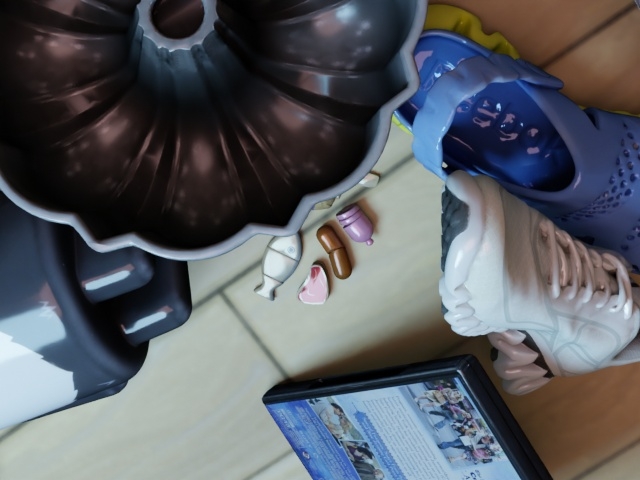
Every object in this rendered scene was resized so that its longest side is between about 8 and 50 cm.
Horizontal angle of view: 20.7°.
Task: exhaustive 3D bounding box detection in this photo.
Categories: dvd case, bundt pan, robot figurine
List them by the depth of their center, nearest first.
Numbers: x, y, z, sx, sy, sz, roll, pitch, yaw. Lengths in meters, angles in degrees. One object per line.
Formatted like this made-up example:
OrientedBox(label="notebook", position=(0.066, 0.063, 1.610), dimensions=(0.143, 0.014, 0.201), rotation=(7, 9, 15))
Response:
OrientedBox(label="bundt pan", position=(-0.090, -0.140, 1.203), dimensions=(0.331, 0.124, 0.330), rotation=(0, 81, 2))
OrientedBox(label="dvd case", position=(0.074, 0.172, 1.297), dimensions=(0.253, 0.022, 0.180), rotation=(-15, 110, 55))
OrientedBox(label="robot figurine", position=(-0.236, 0.053, 1.301), dimensions=(0.278, 0.173, 0.209), rotation=(-21, 101, 13))

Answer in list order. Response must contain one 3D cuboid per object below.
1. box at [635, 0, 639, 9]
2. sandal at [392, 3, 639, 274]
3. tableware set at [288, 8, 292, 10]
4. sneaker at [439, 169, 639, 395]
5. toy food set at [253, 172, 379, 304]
OrientedBox(label="box", position=(0.334, -0.154, 1.118), dimensions=(0.168, 0.203, 0.167), rotation=(-22, 105, 39))
OrientedBox(label="sandal", position=(0.175, -0.051, 1.234), dimensions=(0.317, 0.138, 0.126), rotation=(24, 107, -2))
OrientedBox(label="tableware set", position=(-0.070, -0.128, 1.303), dimensions=(0.169, 0.020, 0.141), rotation=(16, 110, 2))
OrientedBox(label="sneaker", position=(0.155, 0.026, 1.196), dimensions=(0.118, 0.292, 0.110), rotation=(-3, 71, 20))
OrientedBox(label="toy food set", position=(0.000, 0.000, 1.334), dimensions=(0.078, 0.019, 0.122), rotation=(18, 109, 2))
